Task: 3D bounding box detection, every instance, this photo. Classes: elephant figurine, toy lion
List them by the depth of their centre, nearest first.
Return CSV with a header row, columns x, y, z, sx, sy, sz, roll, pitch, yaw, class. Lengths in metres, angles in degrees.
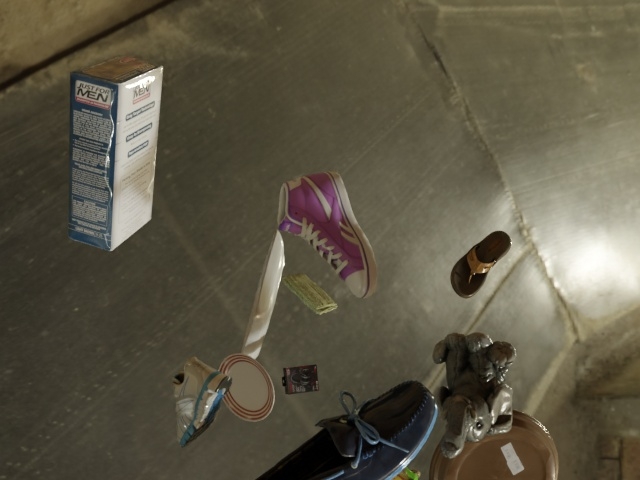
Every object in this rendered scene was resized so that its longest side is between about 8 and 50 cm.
x,y,z,sx,sy,sz,roll,pitch,yaw,class
0.278,0.305,1.353,0.186,0.169,0.239,17,65,-17,elephant figurine
0.160,0.504,1.573,0.100,0.096,0.034,55,41,-33,toy lion

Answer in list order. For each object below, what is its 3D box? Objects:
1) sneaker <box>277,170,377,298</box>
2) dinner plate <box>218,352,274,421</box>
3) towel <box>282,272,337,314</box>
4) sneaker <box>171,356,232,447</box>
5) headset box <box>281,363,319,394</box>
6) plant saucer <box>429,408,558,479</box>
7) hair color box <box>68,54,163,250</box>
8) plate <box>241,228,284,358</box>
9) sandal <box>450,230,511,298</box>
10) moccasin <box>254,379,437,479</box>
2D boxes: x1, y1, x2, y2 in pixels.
x,y,z,sx,sy,sz,roll,pitch,yaw,class
0.000,0.000,1.458,0.161,0.102,0.282,-13,68,-29,sneaker
-0.145,0.289,1.429,0.017,0.141,0.141,-22,94,-57,dinner plate
-0.029,0.142,1.937,0.148,0.027,0.110,42,20,21,towel
-0.198,0.244,1.117,0.083,0.191,0.071,37,39,13,sneaker
-0.049,0.322,1.674,0.083,0.032,0.062,-3,82,-18,headset box
0.360,0.479,1.478,0.278,0.041,0.278,-1,100,-7,plant saucer
-0.409,-0.175,1.435,0.174,0.105,0.347,-58,162,-61,hair color box
-0.141,0.158,1.774,0.045,0.278,0.277,15,47,-6,plate
0.409,0.051,1.824,0.219,0.060,0.090,-41,76,-17,sandal
0.039,0.327,1.113,0.342,0.137,0.117,-38,117,-18,moccasin
